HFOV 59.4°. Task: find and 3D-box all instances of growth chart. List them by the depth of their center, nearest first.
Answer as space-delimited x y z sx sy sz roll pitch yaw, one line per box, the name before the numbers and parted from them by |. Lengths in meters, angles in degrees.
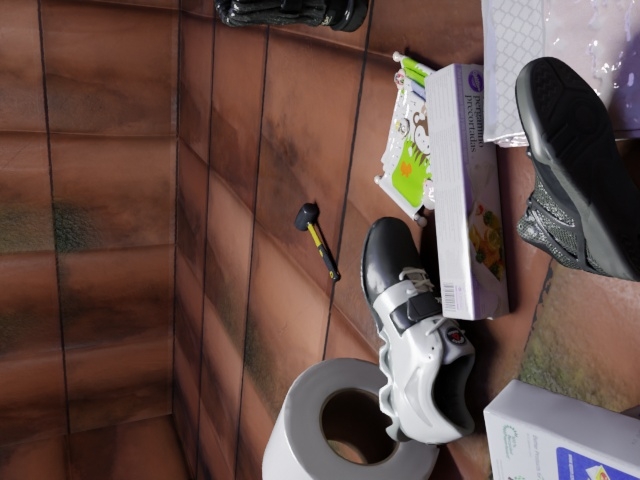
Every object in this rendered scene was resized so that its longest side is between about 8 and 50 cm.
growth chart | 0.144 -0.155 0.864 0.172 0.021 0.237 45 134 52

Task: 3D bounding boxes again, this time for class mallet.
mallet | 0.000 0.000 1.177 0.190 0.039 0.062 58 141 36

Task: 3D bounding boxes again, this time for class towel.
towel | 0.272 -0.262 0.543 0.317 0.053 0.332 9 103 64

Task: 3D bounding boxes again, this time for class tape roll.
tape roll | 0.040 0.335 0.895 0.246 0.246 0.169 63 145 39

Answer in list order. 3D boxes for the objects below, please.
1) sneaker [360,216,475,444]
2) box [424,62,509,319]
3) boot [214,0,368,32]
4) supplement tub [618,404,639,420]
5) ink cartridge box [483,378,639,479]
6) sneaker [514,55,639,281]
sneaker | 0.153 0.119 0.798 0.146 0.122 0.331 -17 80 51
box | 0.190 -0.060 0.730 0.067 0.063 0.324 -7 87 63
boot | -0.066 -0.526 0.964 0.131 0.260 0.348 -32 65 62
supplement tub | 0.313 0.176 0.500 0.107 0.071 0.071 -57 44 50
ink cartridge box | 0.298 0.240 0.448 0.332 0.065 0.165 13 123 48
sneaker | 0.231 -0.061 0.554 0.228 0.087 0.130 56 162 -11
